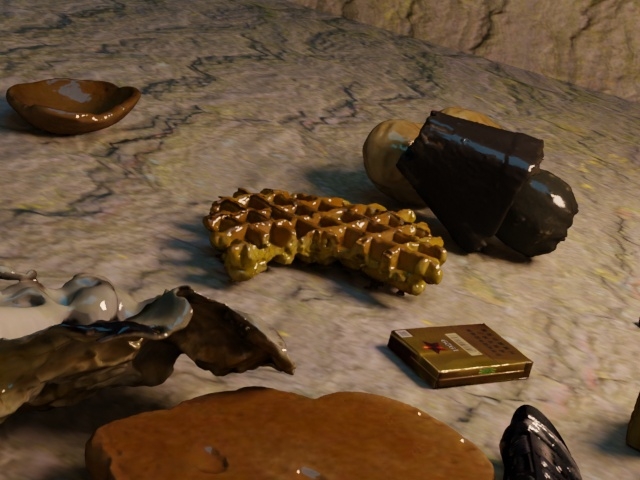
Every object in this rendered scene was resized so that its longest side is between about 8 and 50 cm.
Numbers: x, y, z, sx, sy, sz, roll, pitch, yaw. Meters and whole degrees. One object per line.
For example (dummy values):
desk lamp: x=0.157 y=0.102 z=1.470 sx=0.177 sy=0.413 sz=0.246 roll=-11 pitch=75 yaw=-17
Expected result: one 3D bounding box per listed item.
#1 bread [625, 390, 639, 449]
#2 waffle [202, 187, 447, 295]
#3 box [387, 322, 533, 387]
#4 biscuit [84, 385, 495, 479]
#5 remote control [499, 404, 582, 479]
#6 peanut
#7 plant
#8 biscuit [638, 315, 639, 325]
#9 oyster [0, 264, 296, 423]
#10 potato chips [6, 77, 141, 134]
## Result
bread: x=0.341 y=0.155 z=1.058 sx=0.035 sy=0.094 sz=0.090 roll=23 pitch=25 yaw=28
waffle: x=0.000 y=0.000 z=1.304 sx=0.293 sy=0.069 sz=0.260 roll=7 pitch=19 yaw=-9
box: x=0.149 y=0.121 z=1.133 sx=0.133 sy=0.023 sz=0.090 roll=-1 pitch=23 yaw=-34
biscuit: x=-0.019 y=0.198 z=0.783 sx=0.376 sy=0.051 sz=0.269 roll=-7 pitch=27 yaw=-45
remote control: x=0.173 y=0.214 z=0.854 sx=0.090 sy=0.066 sz=0.266 roll=54 pitch=16 yaw=-8
peanut: x=0.186 y=-0.128 z=1.646 sx=0.313 sy=0.149 sz=0.149 roll=-13 pitch=32 yaw=-41
plant: x=0.233 y=-0.074 z=1.472 sx=0.256 sy=0.164 sz=0.142 roll=29 pitch=28 yaw=0
biscuit: x=0.456 y=0.125 z=1.314 sx=0.119 sy=0.019 sz=0.130 roll=15 pitch=21 yaw=6
oyster: x=-0.190 y=0.087 z=0.845 sx=0.238 sy=0.114 sz=0.351 roll=4 pitch=13 yaw=35
potato chips: x=-0.369 y=-0.196 z=1.592 sx=0.195 sy=0.062 sz=0.208 roll=4 pitch=23 yaw=-9
